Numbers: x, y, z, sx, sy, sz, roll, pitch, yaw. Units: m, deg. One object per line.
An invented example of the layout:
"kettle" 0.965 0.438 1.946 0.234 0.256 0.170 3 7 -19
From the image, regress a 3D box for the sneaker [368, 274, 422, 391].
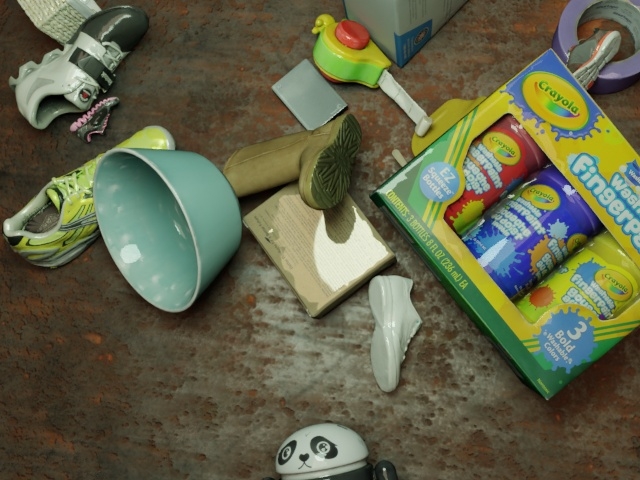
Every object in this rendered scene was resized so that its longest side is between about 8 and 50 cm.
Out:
"sneaker" 0.145 0.170 1.304 0.094 0.080 0.212 0 89 -24

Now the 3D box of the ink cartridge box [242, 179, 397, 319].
"ink cartridge box" 0.000 0.000 1.341 0.193 0.088 0.235 -36 77 2

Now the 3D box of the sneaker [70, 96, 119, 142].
"sneaker" -0.461 -0.250 1.482 0.119 0.047 0.057 -39 99 1

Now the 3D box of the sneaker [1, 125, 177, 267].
"sneaker" -0.443 -0.087 1.392 0.384 0.147 0.145 -41 75 -2

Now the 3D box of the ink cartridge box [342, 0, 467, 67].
"ink cartridge box" 0.225 -0.559 1.307 0.395 0.285 0.166 -45 77 -2

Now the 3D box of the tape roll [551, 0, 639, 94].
"tape roll" 0.537 -0.377 1.335 0.188 0.080 0.189 -1 80 9

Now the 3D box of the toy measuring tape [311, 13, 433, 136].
"toy measuring tape" 0.078 -0.319 1.360 0.121 0.121 0.330 -36 69 1

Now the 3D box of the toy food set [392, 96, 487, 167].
"toy food set" 0.248 -0.180 1.355 0.218 0.071 0.128 -40 53 -2

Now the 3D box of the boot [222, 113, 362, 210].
"boot" -0.071 -0.116 1.282 0.269 0.089 0.236 -12 33 33

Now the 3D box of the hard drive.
"hard drive" -0.022 -0.287 1.429 0.094 0.022 0.135 -39 77 0

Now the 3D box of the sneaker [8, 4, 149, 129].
"sneaker" -0.472 -0.340 1.447 0.330 0.122 0.146 -33 64 10

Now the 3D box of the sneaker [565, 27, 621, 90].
"sneaker" 0.466 -0.316 1.275 0.158 0.061 0.065 -45 50 -2

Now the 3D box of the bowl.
"bowl" -0.263 -0.041 1.309 0.163 0.311 0.311 -29 73 -42

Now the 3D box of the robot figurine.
"robot figurine" 0.016 0.456 1.213 0.209 0.173 0.278 -5 78 -25

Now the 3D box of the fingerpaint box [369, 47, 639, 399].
"fingerpaint box" 0.367 -0.026 1.208 0.371 0.163 0.445 -39 90 0

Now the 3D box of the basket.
"basket" -0.527 -0.473 1.466 0.103 0.167 0.113 -39 77 6
